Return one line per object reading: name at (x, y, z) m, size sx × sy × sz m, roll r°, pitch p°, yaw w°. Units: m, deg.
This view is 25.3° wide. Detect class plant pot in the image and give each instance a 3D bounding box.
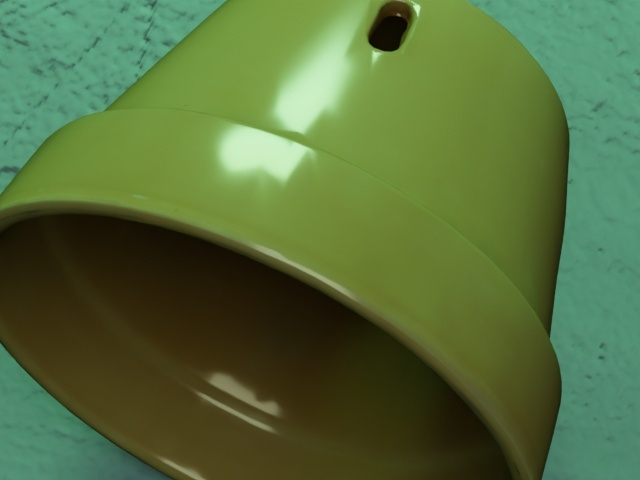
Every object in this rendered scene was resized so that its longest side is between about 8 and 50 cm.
plant pot at (0.000, 0.000, 0.720) m, size 0.291 × 0.291 × 0.203 m, roll 25°, pitch 60°, yaw 3°
